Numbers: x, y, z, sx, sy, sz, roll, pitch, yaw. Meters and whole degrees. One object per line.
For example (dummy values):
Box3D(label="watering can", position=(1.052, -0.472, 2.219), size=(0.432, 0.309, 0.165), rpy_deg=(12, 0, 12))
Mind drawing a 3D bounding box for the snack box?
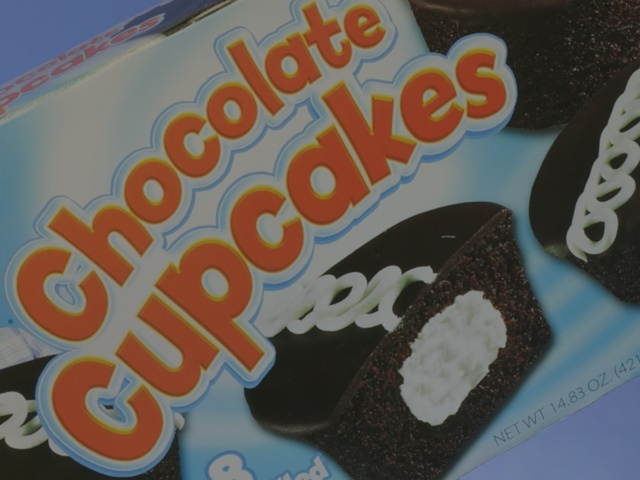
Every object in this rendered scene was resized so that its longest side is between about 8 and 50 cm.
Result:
Box3D(label="snack box", position=(0.000, 0.000, 0.487), size=(0.322, 0.187, 0.060), rpy_deg=(-29, -159, -5))
